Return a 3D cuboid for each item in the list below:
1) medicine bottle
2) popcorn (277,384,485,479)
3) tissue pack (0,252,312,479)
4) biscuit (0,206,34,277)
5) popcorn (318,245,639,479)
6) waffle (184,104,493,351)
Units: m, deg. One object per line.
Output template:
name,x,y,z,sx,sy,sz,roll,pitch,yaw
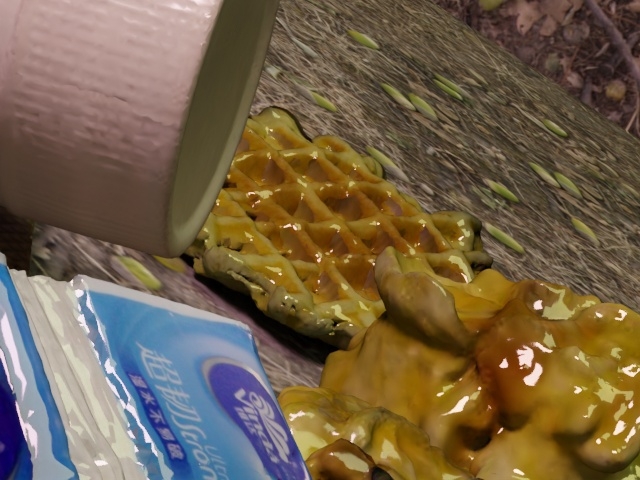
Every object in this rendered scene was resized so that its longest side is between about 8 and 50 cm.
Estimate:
medicine bottle,-0.219,-0.132,0.961,0.371,0.211,0.211,16,16,6
popcorn,0.003,0.160,0.907,0.168,0.173,0.195,53,2,-20
tissue pack,-0.074,0.172,0.536,0.146,0.198,0.263,18,38,-49
biscuit,-0.220,-0.026,1.099,0.108,0.062,0.239,28,18,-16
popcorn,0.112,0.110,1.095,0.235,0.216,0.181,7,21,25
waffle,0.000,0.000,1.424,0.297,0.073,0.317,28,25,-6
